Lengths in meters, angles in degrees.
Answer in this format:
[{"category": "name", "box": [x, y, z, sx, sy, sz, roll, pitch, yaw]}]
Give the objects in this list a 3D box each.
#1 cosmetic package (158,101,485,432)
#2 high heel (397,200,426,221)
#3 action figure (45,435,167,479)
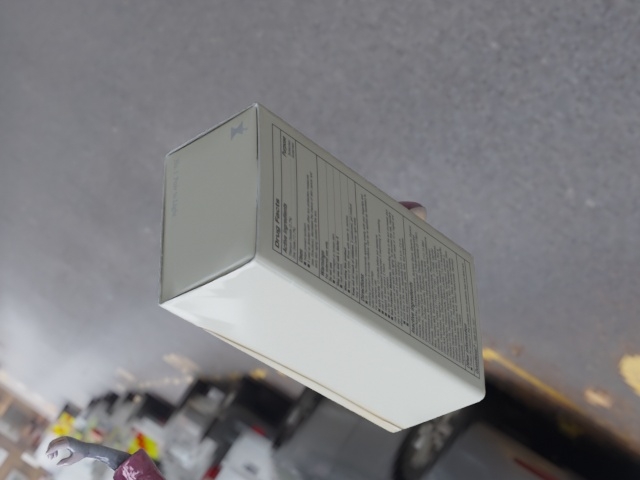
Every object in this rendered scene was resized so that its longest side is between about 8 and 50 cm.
[{"category": "cosmetic package", "box": [0.008, 0.033, 1.255, 0.113, 0.160, 0.309, -26, 138, 32]}, {"category": "high heel", "box": [0.000, 0.000, 1.918, 0.181, 0.127, 0.377, 23, -156, 23]}, {"category": "action figure", "box": [-0.213, 0.365, 1.576, 0.370, 0.248, 0.276, -19, 144, 38]}]
